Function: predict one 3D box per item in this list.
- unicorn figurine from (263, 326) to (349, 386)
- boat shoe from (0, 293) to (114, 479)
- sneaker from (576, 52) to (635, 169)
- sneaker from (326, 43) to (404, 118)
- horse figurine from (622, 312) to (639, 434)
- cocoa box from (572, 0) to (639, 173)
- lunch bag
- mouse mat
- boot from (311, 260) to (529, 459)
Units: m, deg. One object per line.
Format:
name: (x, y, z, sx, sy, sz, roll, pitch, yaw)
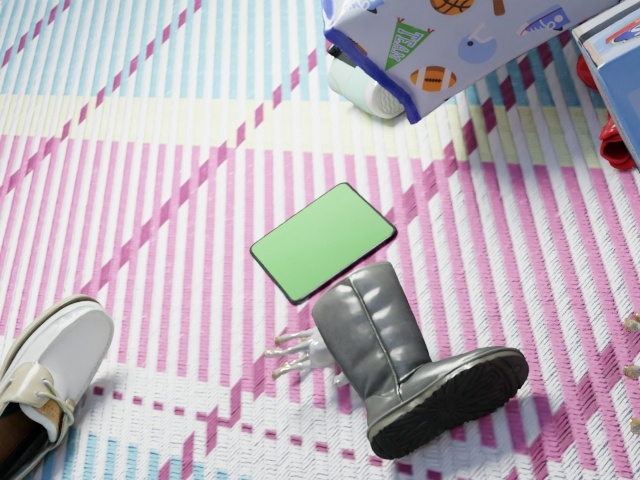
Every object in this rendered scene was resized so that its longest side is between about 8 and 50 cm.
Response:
unicorn figurine: (0.001, 0.120, 1.888, 0.111, 0.060, 0.162, -14, 26, 11)
boat shoe: (-0.333, 0.198, 2.067, 0.103, 0.113, 0.302, 16, 65, 53)
sneaker: (0.328, -0.154, 1.967, 0.128, 0.087, 0.221, -39, 28, -15)
sneaker: (0.116, -0.276, 2.353, 0.256, 0.094, 0.151, -44, 36, -15)
horse figurine: (0.355, 0.092, 1.563, 0.174, 0.066, 0.263, -12, 26, 18)
cocoa box: (0.446, -0.165, 1.667, 0.347, 0.231, 0.228, -28, 13, 9)
lunch bag: (0.175, -0.376, 2.136, 0.327, 0.239, 0.385, -29, 40, 19)
mouse mat: (0.000, 0.000, 2.138, 0.152, 0.007, 0.190, -35, 27, -4)
boot: (0.095, 0.100, 1.774, 0.189, 0.076, 0.208, -26, 39, 8)
